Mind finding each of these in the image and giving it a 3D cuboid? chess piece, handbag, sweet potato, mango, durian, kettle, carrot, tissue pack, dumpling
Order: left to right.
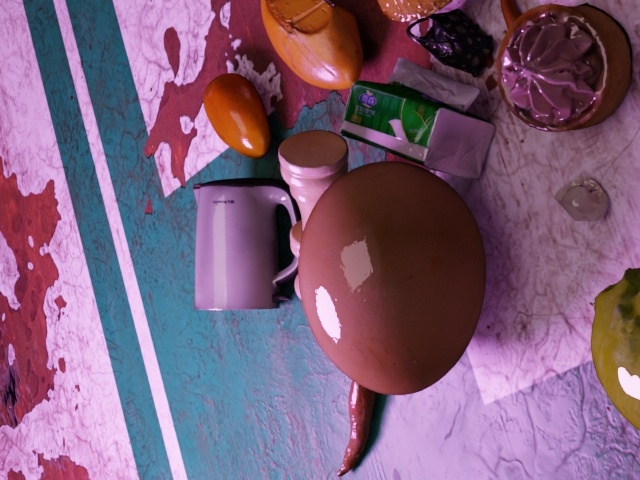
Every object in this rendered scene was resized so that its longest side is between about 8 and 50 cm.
[{"bbox_3d":[-0.163,-0.240,2.374,0.217,0.102,0.141,56,135,34],"label":"mango"},{"bbox_3d":[-0.134,0.007,2.329,0.240,0.165,0.255,-1,86,19],"label":"kettle"},{"bbox_3d":[-0.007,-0.369,2.181,0.154,0.126,0.252,-49,63,23],"label":"mango"},{"bbox_3d":[0.000,0.000,2.117,0.117,0.117,0.397,38,145,40],"label":"chess piece"},{"bbox_3d":[0.067,0.337,2.185,0.050,0.050,0.214,27,117,44],"label":"sweet potato"},{"bbox_3d":[0.163,-0.206,1.980,0.209,0.148,0.156,27,105,45],"label":"tissue pack"},{"bbox_3d":[0.195,-0.324,1.945,0.115,0.139,0.072,52,126,34],"label":"handbag"},{"bbox_3d":[0.305,-0.352,1.904,0.035,0.035,0.142,-38,60,42],"label":"carrot"},{"bbox_3d":[0.394,-0.061,1.814,0.052,0.057,0.076,55,168,-16],"label":"dumpling"},{"bbox_3d":[0.496,0.162,1.608,0.339,0.204,0.256,8,83,56],"label":"durian"}]

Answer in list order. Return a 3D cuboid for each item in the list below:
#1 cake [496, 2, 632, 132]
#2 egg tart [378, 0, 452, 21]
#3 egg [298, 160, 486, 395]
[{"bbox_3d":[0.334,-0.256,1.771,0.208,0.178,0.185,56,130,34],"label":"cake"},{"bbox_3d":[0.152,-0.472,1.941,0.215,0.171,0.215,-24,46,27],"label":"egg tart"},{"bbox_3d":[0.114,0.060,1.932,0.301,0.301,0.374,14,108,47],"label":"egg"}]
